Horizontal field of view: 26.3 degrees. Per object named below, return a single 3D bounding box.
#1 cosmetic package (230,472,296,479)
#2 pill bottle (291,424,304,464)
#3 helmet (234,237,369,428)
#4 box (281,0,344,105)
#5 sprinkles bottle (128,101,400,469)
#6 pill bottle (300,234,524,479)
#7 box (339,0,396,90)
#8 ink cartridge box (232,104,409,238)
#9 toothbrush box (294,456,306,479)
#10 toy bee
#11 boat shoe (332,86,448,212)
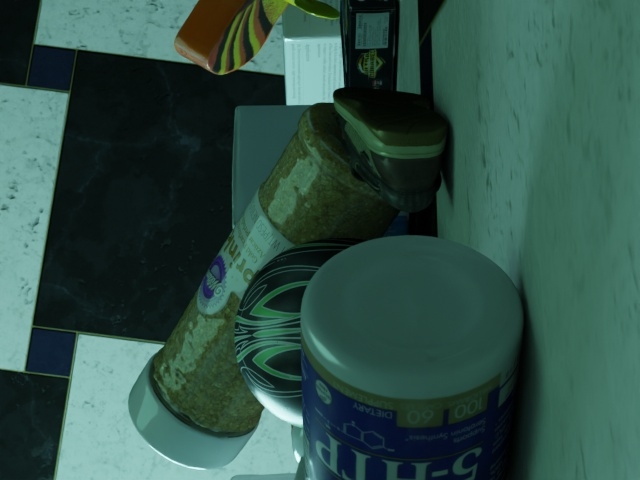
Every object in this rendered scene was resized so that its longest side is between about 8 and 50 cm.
[{"bbox_3d":[-0.001,0.428,1.532,0.155,0.197,0.365,-93,3,-45],"label":"cosmetic package"},{"bbox_3d":[0.032,0.154,1.273,0.221,0.121,0.121,-93,2,-49],"label":"pill bottle"},{"bbox_3d":[0.013,0.074,1.074,0.169,0.162,0.169,178,90,-89],"label":"helmet"},{"bbox_3d":[0.008,-0.298,1.844,0.181,0.119,0.181,90,178,-64],"label":"box"},{"bbox_3d":[-0.046,0.047,1.227,0.355,0.121,0.121,-56,19,27],"label":"sprinkles bottle"},{"bbox_3d":[0.046,0.100,0.730,0.112,0.112,0.186,-93,1,-50],"label":"pill bottle"},{"bbox_3d":[0.050,-0.246,1.504,0.175,0.051,0.220,90,178,-45],"label":"box"},{"bbox_3d":[0.000,0.000,1.402,0.232,0.171,0.168,89,179,-49],"label":"ink cartridge box"},{"bbox_3d":[0.003,0.340,1.046,0.216,0.126,0.295,92,-167,-66],"label":"toothbrush box"},{"bbox_3d":[-0.039,-0.314,1.553,0.195,0.298,0.162,53,-164,21],"label":"toy bee"},{"bbox_3d":[0.051,-0.074,1.060,0.223,0.080,0.073,-114,26,-75],"label":"boat shoe"}]
